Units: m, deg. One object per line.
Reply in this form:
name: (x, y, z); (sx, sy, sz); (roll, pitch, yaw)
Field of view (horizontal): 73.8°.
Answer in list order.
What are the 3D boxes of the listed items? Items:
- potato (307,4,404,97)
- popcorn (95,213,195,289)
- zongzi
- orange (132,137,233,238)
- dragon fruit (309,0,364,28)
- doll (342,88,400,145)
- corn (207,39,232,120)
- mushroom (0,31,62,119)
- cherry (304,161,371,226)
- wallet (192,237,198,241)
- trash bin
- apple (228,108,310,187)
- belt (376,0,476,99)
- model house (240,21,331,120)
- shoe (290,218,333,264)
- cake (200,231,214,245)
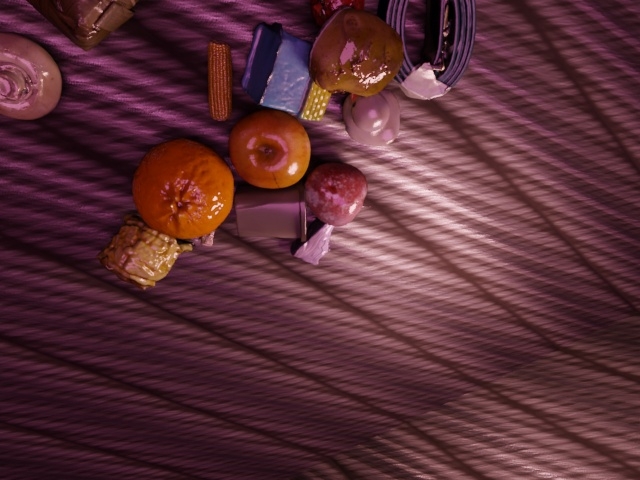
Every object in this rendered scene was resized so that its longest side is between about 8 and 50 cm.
potato: (0.125, -0.548, 1.280); (0.299, 0.196, 0.247); (-31, 146, -40)
popcorn: (-0.650, 0.044, 1.546); (0.292, 0.293, 0.237); (31, 77, -26)
zongzi: (-0.670, -0.844, 1.142); (0.500, 0.218, 0.467); (42, 77, -16)
orange: (-0.459, -0.168, 1.442); (0.340, 0.293, 0.341); (-5, 112, -13)
dragon fruit: (0.050, -0.738, 1.329); (0.209, 0.172, 0.172); (-48, 128, -34)
doll: (0.187, -0.438, 1.503); (0.221, 0.221, 0.251); (-39, 120, 9)
corn: (-0.331, -0.524, 1.408); (0.081, 0.081, 0.249); (-1, 117, -13)
mushroom: (-0.893, -0.468, 1.239); (0.245, 0.202, 0.246); (-11, 128, -15)
cherry: (0.066, -0.174, 1.616); (0.285, 0.212, 0.236); (19, 79, -23)
wallet: (-0.513, -0.030, 1.670); (0.083, 0.011, 0.044); (30, 107, -25)
trash bin: (-0.185, -0.113, 1.592); (0.249, 0.219, 0.220); (-3, 116, -5)
apple: (-0.173, -0.307, 1.452); (0.285, 0.233, 0.286); (1, 103, 5)
belt: (0.346, -0.703, 1.421); (0.299, 0.173, 0.437); (-8, 116, 1)
model house: (-0.073, -0.540, 1.391); (0.303, 0.215, 0.237); (10, 115, -29)
shoe: (0.000, 0.000, 1.766); (0.137, 0.095, 0.245); (35, 109, -30)
cake: (-0.437, -0.050, 1.671); (0.051, 0.055, 0.140); (9, 98, -16)
